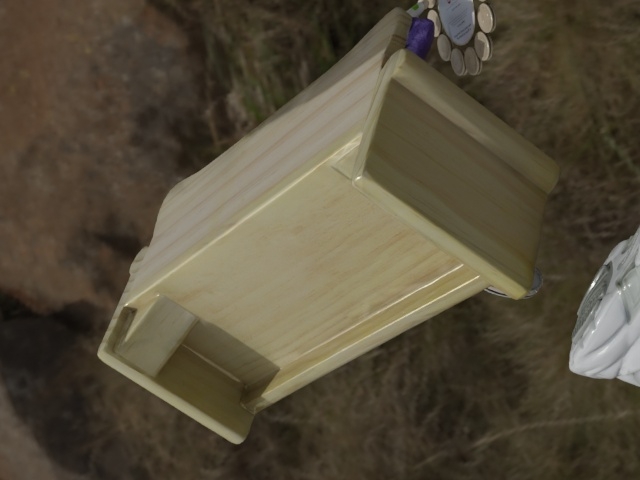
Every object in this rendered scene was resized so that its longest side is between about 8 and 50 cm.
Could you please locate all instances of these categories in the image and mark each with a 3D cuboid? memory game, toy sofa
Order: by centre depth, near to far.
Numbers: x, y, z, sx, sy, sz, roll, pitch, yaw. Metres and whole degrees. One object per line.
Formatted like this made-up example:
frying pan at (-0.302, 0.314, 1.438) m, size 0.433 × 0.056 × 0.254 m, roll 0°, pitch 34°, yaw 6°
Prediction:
toy sofa at (0.000, 0.000, 1.018) m, size 0.150 × 0.177 × 0.362 m, roll 35°, pitch 138°, yaw -21°
memory game at (0.176, -0.298, 1.716) m, size 0.186 × 0.012 × 0.186 m, roll 167°, pitch 90°, yaw -70°

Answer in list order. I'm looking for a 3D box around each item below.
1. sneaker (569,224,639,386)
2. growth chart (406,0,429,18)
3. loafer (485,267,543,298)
sneaker at (0.237, 0.012, 0.798) m, size 0.115 × 0.090 × 0.232 m, roll 22°, pitch 141°, yaw 1°
growth chart at (0.071, -0.192, 1.732) m, size 0.021 × 0.172 × 0.237 m, roll 28°, pitch 112°, yaw 9°
loafer at (0.147, 0.014, 1.224) m, size 0.125 × 0.045 × 0.039 m, roll 28°, pitch 163°, yaw -3°
